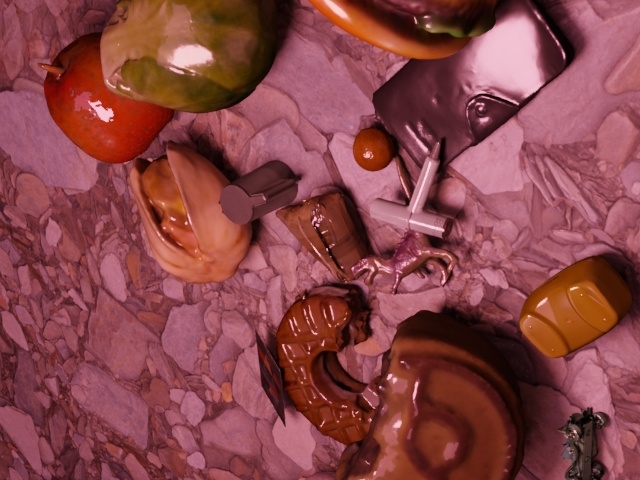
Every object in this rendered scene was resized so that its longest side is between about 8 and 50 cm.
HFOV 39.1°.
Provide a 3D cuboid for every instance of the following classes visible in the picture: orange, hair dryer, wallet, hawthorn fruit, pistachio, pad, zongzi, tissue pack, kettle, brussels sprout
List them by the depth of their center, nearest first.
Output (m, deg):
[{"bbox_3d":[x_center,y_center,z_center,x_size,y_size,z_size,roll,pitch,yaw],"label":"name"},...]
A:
[{"bbox_3d":[0.434,0.108,1.529,0.123,0.127,0.178,48,133,0],"label":"tissue pack"},{"bbox_3d":[0.249,-0.272,1.540,0.197,0.051,0.377,55,134,4],"label":"wallet"},{"bbox_3d":[0.173,-0.107,1.633,0.154,0.044,0.183,16,113,26],"label":"hair dryer"},{"bbox_3d":[0.099,-0.171,1.690,0.085,0.085,0.085,17,120,31],"label":"orange"},{"bbox_3d":[-0.249,-0.377,1.706,0.354,0.289,0.282,-9,108,10],"label":"brussels sprout"},{"bbox_3d":[0.000,0.000,1.838,0.197,0.099,0.195,-10,111,53],"label":"zongzi"},{"bbox_3d":[-0.118,-0.093,1.843,0.126,0.148,0.098,24,123,26],"label":"kettle"},{"bbox_3d":[-0.461,-0.318,1.898,0.277,0.298,0.277,-22,57,39],"label":"hawthorn fruit"},{"bbox_3d":[-0.277,-0.055,1.931,0.229,0.238,0.321,-28,99,8],"label":"pistachio"},{"bbox_3d":[-0.114,0.315,2.053,0.143,0.003,0.211,53,155,42],"label":"pad"}]

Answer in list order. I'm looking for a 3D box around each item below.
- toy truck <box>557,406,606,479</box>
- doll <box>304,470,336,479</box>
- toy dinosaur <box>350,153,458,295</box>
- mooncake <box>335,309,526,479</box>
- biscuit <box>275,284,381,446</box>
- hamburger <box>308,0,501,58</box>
[{"bbox_3d":[0.472,0.384,1.664,0.078,0.080,0.154,26,127,52],"label":"toy truck"},{"bbox_3d":[0.083,0.612,2.031,0.287,0.151,0.151,6,114,32],"label":"doll"},{"bbox_3d":[0.171,-0.003,1.705,0.199,0.072,0.251,29,117,13],"label":"toy dinosaur"},{"bbox_3d":[0.185,0.340,1.694,0.393,0.246,0.394,-18,105,14],"label":"mooncake"},{"bbox_3d":[0.026,0.272,1.929,0.268,0.115,0.366,-13,101,40],"label":"biscuit"},{"bbox_3d":[0.118,-0.448,1.329,0.396,0.395,0.277,49,131,8],"label":"hamburger"}]
